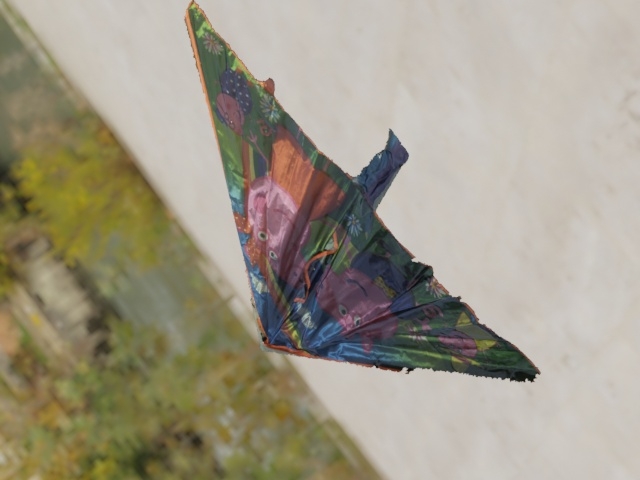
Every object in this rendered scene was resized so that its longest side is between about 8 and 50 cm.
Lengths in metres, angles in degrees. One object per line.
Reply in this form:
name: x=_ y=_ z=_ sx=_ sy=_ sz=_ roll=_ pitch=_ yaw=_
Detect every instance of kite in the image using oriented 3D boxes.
kite: x=0.000 y=0.000 z=1.038 sx=0.321 sy=0.016 sz=0.234 roll=49 pitch=141 yaw=15
